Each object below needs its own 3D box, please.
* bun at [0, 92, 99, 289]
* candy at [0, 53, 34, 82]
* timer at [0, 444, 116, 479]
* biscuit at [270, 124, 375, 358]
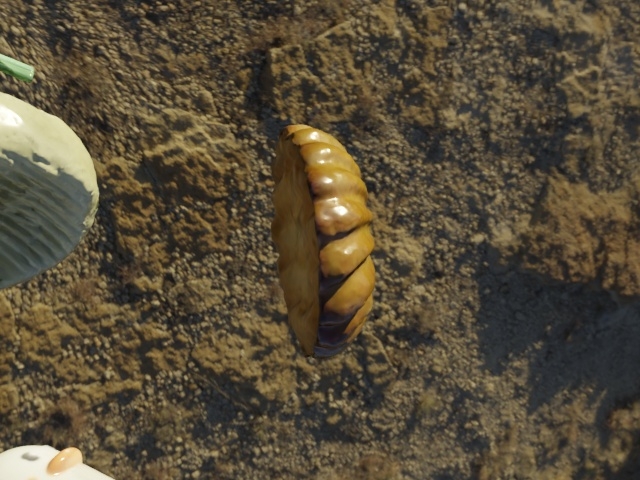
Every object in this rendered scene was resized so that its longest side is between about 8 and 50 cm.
[{"bbox_3d":[-0.379,-0.062,0.667,0.259,0.160,0.259,-31,153,-18],"label":"bun"},{"bbox_3d":[-0.401,-0.206,0.582,0.262,0.077,0.073,20,64,-31],"label":"candy"},{"bbox_3d":[-0.135,0.262,0.370,0.233,0.240,0.234,23,90,-79],"label":"timer"},{"bbox_3d":[0.000,0.000,0.882,0.107,0.326,0.326,-5,113,-11],"label":"biscuit"}]
